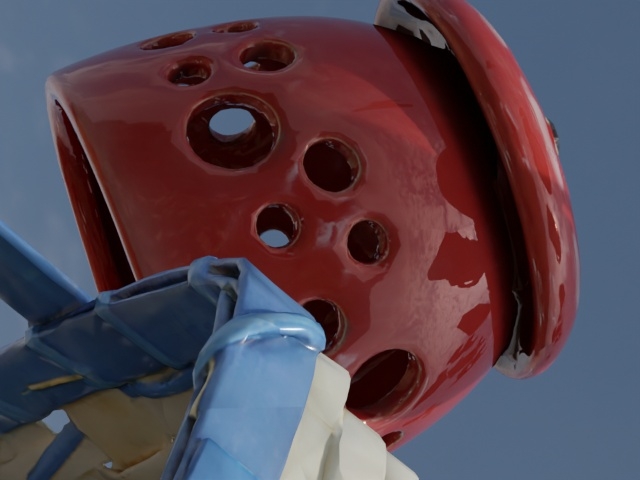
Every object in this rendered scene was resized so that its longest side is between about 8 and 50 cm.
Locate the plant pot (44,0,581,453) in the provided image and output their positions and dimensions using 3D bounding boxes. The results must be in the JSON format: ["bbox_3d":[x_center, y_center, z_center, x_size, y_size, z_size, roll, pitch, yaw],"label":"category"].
[{"bbox_3d":[0.000,0.000,0.731,0.191,0.174,0.191,163,-90,-79],"label":"plant pot"}]

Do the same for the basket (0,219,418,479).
[{"bbox_3d":[-0.097,0.105,0.340,0.289,0.254,0.201,44,-39,-21],"label":"basket"}]
